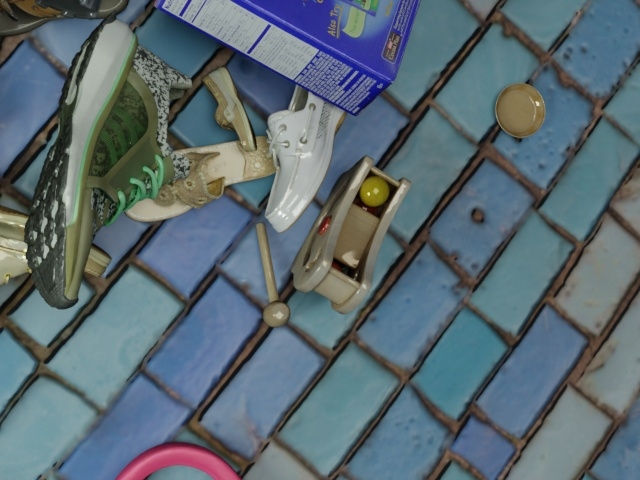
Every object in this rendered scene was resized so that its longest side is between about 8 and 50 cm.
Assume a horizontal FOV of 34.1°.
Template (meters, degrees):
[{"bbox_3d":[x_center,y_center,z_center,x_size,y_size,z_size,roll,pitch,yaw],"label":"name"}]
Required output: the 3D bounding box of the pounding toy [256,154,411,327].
[{"bbox_3d":[0.000,0.000,1.443,0.155,0.154,0.269,30,82,-13],"label":"pounding toy"}]

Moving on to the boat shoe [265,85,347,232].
[{"bbox_3d":[-0.034,-0.143,1.445,0.096,0.098,0.277,29,63,-22],"label":"boat shoe"}]

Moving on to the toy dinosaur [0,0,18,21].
[{"bbox_3d":[-0.460,-0.259,1.265,0.127,0.200,0.295,19,88,8],"label":"toy dinosaur"}]

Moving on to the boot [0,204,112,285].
[{"bbox_3d":[-0.423,0.059,1.357,0.262,0.095,0.203,19,85,-13],"label":"boot"}]

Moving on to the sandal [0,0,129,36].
[{"bbox_3d":[-0.362,-0.324,1.393,0.219,0.060,0.090,-7,92,-15],"label":"sandal"}]

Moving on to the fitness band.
[{"bbox_3d":[-0.175,0.419,1.451,0.209,0.054,0.291,-38,100,-15],"label":"fitness band"}]

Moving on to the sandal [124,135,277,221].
[{"bbox_3d":[-0.158,-0.093,1.439,0.240,0.079,0.088,-20,95,-14],"label":"sandal"}]

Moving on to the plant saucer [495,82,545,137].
[{"bbox_3d":[0.303,-0.198,1.598,0.083,0.015,0.083,0,90,-15],"label":"plant saucer"}]

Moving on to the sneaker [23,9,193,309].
[{"bbox_3d":[-0.249,-0.097,1.329,0.182,0.158,0.410,20,62,-23],"label":"sneaker"}]

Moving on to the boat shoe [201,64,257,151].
[{"bbox_3d":[-0.127,-0.177,1.455,0.045,0.050,0.135,-23,69,-1],"label":"boat shoe"}]

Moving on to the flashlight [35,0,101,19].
[{"bbox_3d":[-0.294,-0.442,1.372,0.103,0.103,0.304,7,78,10],"label":"flashlight"}]

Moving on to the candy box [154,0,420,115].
[{"bbox_3d":[-0.028,-0.360,1.410,0.317,0.122,0.268,27,60,-15],"label":"candy box"}]
